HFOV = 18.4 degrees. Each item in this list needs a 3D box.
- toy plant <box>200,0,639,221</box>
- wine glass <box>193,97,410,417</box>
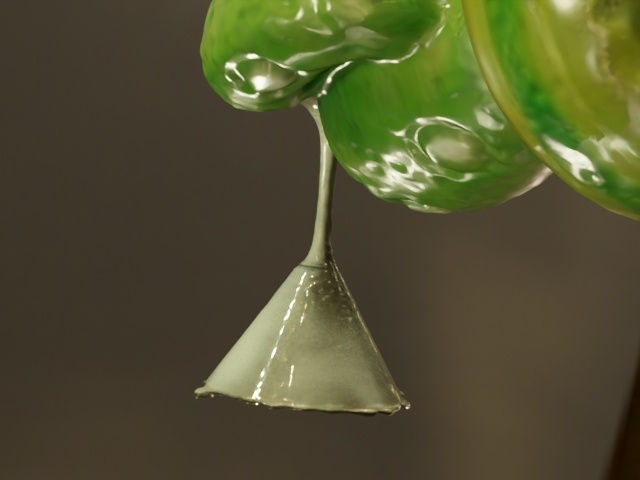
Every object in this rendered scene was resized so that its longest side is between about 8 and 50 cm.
[{"bbox_3d":[0.096,-0.085,0.825,0.224,0.316,0.184,13,-102,-27],"label":"toy plant"},{"bbox_3d":[0.000,0.000,1.397,0.156,0.156,0.232,-2,-82,-60],"label":"wine glass"}]
